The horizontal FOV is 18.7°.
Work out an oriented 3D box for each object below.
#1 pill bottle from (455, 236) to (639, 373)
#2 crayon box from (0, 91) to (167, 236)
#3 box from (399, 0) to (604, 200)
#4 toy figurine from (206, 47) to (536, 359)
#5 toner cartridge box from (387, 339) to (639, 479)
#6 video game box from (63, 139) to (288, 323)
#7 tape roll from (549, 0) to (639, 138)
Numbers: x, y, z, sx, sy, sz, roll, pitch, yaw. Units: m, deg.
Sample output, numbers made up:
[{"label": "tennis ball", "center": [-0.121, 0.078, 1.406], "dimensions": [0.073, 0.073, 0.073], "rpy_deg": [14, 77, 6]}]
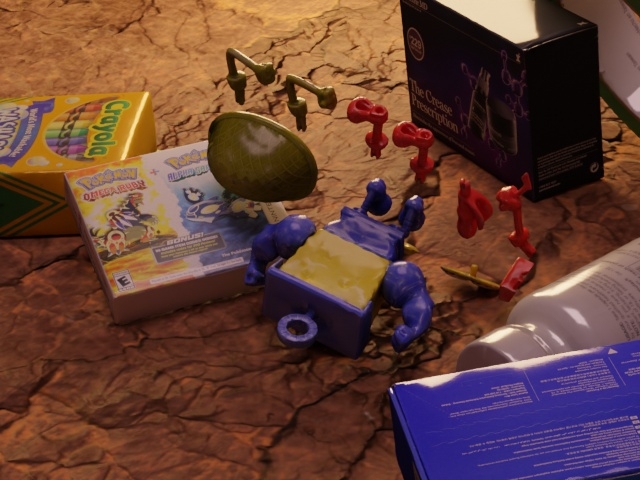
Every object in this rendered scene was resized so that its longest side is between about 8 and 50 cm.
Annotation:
[{"label": "pill bottle", "center": [0.234, 0.093, 1.693], "dimensions": [0.229, 0.131, 0.131], "rpy_deg": [-25, 34, -32]}, {"label": "crayon box", "center": [-0.306, -0.086, 2.167], "dimensions": [0.323, 0.083, 0.203], "rpy_deg": [-2, 29, 5]}, {"label": "box", "center": [0.198, -0.182, 2.154], "dimensions": [0.103, 0.184, 0.261], "rpy_deg": [-18, 30, -23]}, {"label": "toy figurine", "center": [0.000, 0.000, 1.841], "dimensions": [0.362, 0.191, 0.217], "rpy_deg": [26, 56, 15]}, {"label": "toner cartridge box", "center": [0.237, 0.147, 1.431], "dimensions": [0.347, 0.075, 0.165], "rpy_deg": [-10, 30, -5]}, {"label": "video game box", "center": [-0.140, -0.017, 1.992], "dimensions": [0.205, 0.048, 0.187], "rpy_deg": [-14, 47, -16]}, {"label": "tape roll", "center": [0.349, -0.212, 2.034], "dimensions": [0.077, 0.321, 0.321], "rpy_deg": [-38, 35, -7]}]
